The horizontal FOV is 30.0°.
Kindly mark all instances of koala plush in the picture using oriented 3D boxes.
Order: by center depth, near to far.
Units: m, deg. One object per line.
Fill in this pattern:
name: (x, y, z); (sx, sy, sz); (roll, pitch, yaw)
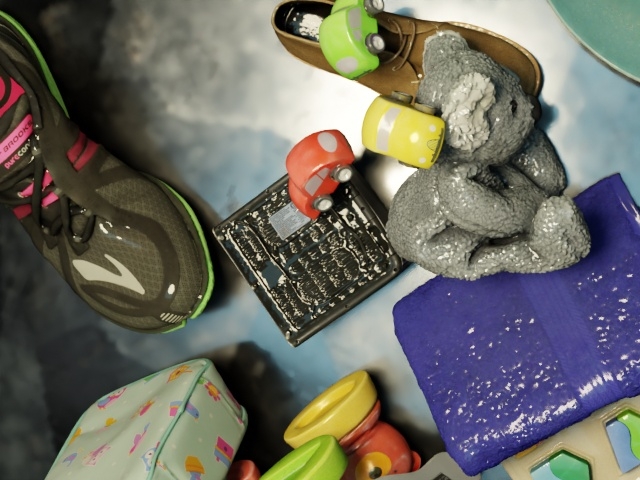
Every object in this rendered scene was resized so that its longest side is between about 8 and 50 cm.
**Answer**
koala plush: (0.152, -0.092, 1.210); (0.203, 0.196, 0.221); (-11, 122, 4)

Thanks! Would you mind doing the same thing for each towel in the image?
towel: (0.247, 0.095, 1.293); (0.308, 0.076, 0.227); (-30, 61, 15)

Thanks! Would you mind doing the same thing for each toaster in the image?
toaster: (0.000, 0.000, 1.343); (0.186, 0.110, 0.168); (-36, 86, 14)

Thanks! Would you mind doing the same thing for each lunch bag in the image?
lunch bag: (-0.210, 0.260, 1.333); (0.224, 0.279, 0.108); (-28, 108, 25)

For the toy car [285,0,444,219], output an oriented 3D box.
toy car: (0.027, -0.154, 1.198); (0.239, 0.053, 0.225); (-21, 66, 52)

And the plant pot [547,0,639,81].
plant pot: (0.375, -0.313, 1.165); (0.290, 0.290, 0.195); (41, 66, 7)

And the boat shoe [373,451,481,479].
boat shoe: (0.099, 0.292, 1.290); (0.080, 0.228, 0.076); (33, 111, 20)

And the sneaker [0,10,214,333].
sneaker: (-0.321, -0.072, 1.368); (0.483, 0.202, 0.185); (45, 104, 6)

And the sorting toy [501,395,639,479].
sorting toy: (0.286, 0.209, 1.328); (0.193, 0.038, 0.208); (-36, 86, 14)

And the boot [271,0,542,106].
boot: (0.089, -0.201, 1.303); (0.305, 0.115, 0.112); (16, 95, 10)

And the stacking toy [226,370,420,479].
stacking toy: (-0.037, 0.307, 1.302); (0.309, 0.279, 0.130); (-38, 96, 13)
